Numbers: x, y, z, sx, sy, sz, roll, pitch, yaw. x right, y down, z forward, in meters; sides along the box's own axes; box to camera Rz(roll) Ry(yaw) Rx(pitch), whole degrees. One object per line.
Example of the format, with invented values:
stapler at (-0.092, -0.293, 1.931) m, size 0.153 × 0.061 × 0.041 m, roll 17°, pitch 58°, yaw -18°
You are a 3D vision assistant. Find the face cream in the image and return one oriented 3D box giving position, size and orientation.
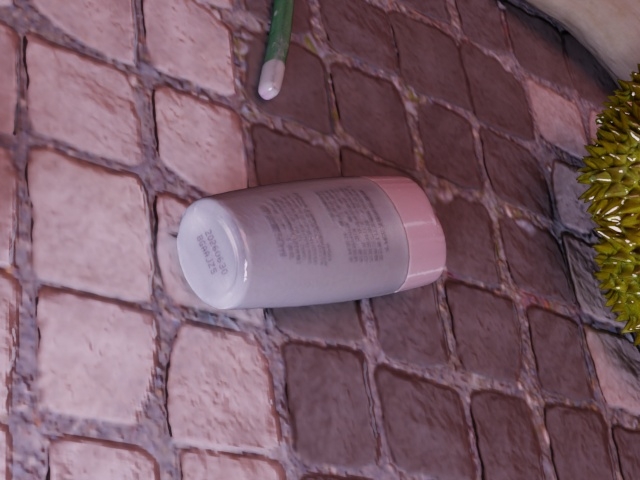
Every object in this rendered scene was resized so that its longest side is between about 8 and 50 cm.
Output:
face cream at (0.000, 0.000, 0.780) m, size 0.198 × 0.057 × 0.084 m, roll -5°, pitch 69°, yaw -50°

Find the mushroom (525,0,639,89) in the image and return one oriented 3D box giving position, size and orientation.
mushroom at (0.264, -0.224, 1.186) m, size 0.351 × 0.095 × 0.123 m, roll 39°, pitch 62°, yaw -20°

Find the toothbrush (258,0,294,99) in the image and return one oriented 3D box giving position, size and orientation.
toothbrush at (-0.025, -0.198, 0.920) m, size 0.024 × 0.018 × 0.257 m, roll 37°, pitch 42°, yaw -32°

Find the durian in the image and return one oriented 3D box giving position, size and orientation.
durian at (0.346, -0.029, 1.023) m, size 0.291 × 0.224 × 0.291 m, roll 26°, pitch 51°, yaw -38°
